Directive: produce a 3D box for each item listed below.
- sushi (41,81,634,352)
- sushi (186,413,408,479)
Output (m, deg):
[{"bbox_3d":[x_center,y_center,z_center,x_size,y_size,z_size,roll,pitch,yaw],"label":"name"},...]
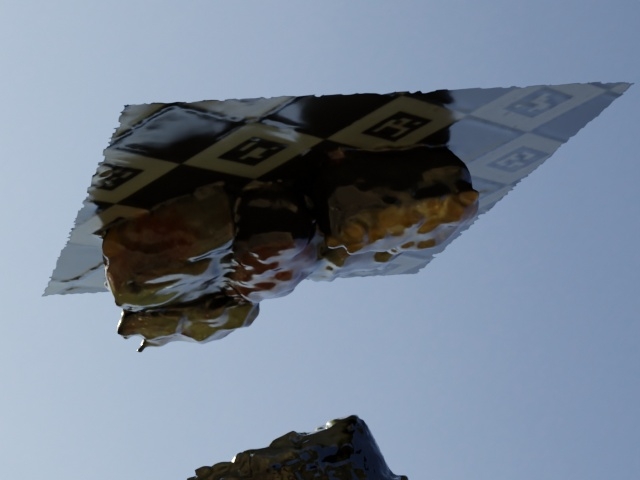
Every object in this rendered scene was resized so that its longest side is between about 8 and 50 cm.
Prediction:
[{"bbox_3d":[0.000,0.000,0.928,0.294,0.292,0.059,129,-47,-60],"label":"sushi"},{"bbox_3d":[-0.032,0.194,0.935,0.126,0.136,0.225,60,-36,19],"label":"sushi"}]
